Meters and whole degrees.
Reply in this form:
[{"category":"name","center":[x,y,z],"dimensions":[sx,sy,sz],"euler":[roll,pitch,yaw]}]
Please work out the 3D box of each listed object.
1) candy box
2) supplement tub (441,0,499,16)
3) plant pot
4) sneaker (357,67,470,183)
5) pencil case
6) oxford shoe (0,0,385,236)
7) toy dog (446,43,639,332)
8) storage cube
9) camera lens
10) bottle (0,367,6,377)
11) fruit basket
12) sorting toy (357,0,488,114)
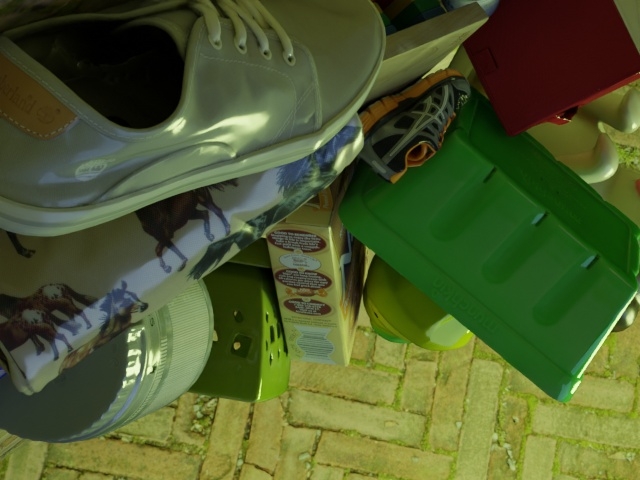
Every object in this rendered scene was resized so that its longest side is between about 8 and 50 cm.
[{"category":"candy box","center":[0.000,0.000,2.029],"dimensions":[0.316,0.087,0.183],"euler":[83,15,-54]},{"category":"supplement tub","center":[0.170,-0.288,1.789],"dimensions":[0.071,0.071,0.107],"euler":[-35,174,0]},{"category":"plant pot","center":[-0.151,0.086,2.079],"dimensions":[0.227,0.207,0.228],"euler":[9,179,8]},{"category":"sneaker","center":[0.105,-0.126,1.785],"dimensions":[0.215,0.083,0.084],"euler":[-32,173,-44]},{"category":"pencil case","center":[-0.148,-0.048,1.435],"dimensions":[0.410,0.183,0.160],"euler":[-36,156,-4]},{"category":"oxford shoe","center":[-0.086,-0.134,1.205],"dimensions":[0.449,0.169,0.130],"euler":[-29,150,-47]},{"category":"toy dog","center":[0.297,-0.046,2.175],"dimensions":[0.395,0.408,0.284],"euler":[-63,177,31]},{"category":"storage cube","center":[0.294,-0.259,1.904],"dimensions":[0.193,0.215,0.184],"euler":[-25,178,33]},{"category":"camera lens","center":[-0.255,0.103,1.784],"dimensions":[0.219,0.219,0.274],"euler":[-37,174,14]},{"category":"bottle","center":[-0.349,0.086,1.606],"dimensions":[0.283,0.118,0.092],"euler":[-37,167,22]},{"category":"fruit basket","center":[0.168,0.039,1.990],"dimensions":[0.392,0.392,0.283],"euler":[-38,-166,26]},{"category":"sorting toy","center":[0.012,-0.174,1.709],"dimensions":[0.255,0.089,0.257],"euler":[-40,174,39]}]
